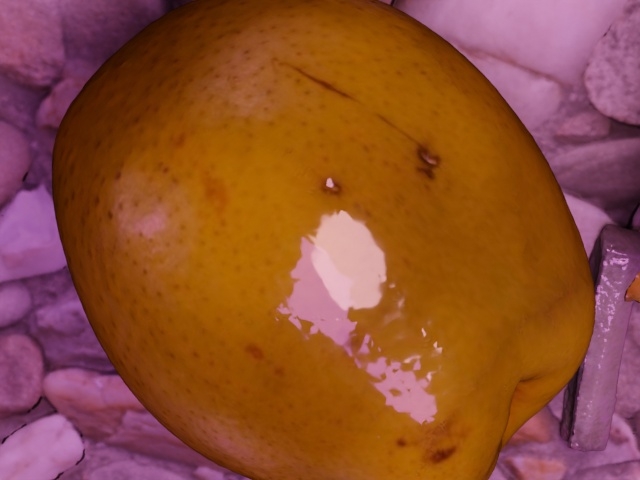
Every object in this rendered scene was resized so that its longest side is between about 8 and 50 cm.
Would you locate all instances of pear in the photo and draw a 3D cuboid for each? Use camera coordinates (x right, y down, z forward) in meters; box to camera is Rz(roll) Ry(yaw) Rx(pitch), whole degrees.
[{"bbox_3d":[0.000,0.000,1.428,0.418,0.362,0.362,40,107,21],"label":"pear"}]

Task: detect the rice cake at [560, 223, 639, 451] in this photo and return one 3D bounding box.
[{"bbox_3d":[0.241,0.085,1.664,0.047,0.036,0.206,-1,112,-17],"label":"rice cake"}]

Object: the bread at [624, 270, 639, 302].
[{"bbox_3d":[0.382,-0.102,1.414,0.248,0.279,0.315,24,68,13],"label":"bread"}]
